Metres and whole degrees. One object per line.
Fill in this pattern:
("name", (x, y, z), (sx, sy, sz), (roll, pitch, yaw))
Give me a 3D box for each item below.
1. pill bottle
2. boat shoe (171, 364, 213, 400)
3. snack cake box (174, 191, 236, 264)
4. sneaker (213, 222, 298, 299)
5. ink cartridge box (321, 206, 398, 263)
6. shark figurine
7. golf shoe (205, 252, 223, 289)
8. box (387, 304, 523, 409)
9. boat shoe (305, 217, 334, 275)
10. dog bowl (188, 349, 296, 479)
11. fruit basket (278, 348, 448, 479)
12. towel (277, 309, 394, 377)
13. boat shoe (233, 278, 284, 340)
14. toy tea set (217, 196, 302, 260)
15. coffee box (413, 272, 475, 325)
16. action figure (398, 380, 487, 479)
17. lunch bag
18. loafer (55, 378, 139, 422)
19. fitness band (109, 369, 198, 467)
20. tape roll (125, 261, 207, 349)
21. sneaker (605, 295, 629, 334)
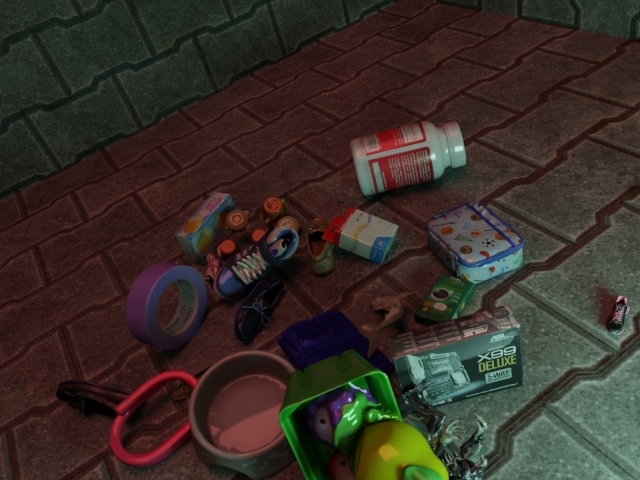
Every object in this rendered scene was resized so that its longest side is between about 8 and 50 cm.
("pill bottle", (0.332, -0.324, 2.118), (0.408, 0.228, 0.229), (-13, 39, 7))
("boat shoe", (-0.383, 0.427, 1.665), (0.153, 0.048, 0.056), (-25, 39, -8))
("snack cake box", (-0.435, -0.049, 2.162), (0.089, 0.152, 0.264), (10, 48, 30))
("sneaker", (-0.211, 0.063, 1.878), (0.323, 0.130, 0.236), (-39, 2, -30))
("ink cartridge box", (0.135, -0.028, 1.912), (0.231, 0.078, 0.134), (23, 52, 13))
("shark figurine", (0.210, 0.235, 1.595), (0.166, 0.116, 0.278), (-19, 9, 17))
("golf shoe", (-0.394, 0.109, 2.027), (0.086, 0.067, 0.186), (-30, 40, -11))
("box", (0.340, 0.301, 1.374), (0.308, 0.242, 0.076), (-15, 39, 3))
("boat shoe", (0.000, 0.000, 1.979), (0.105, 0.089, 0.285), (-15, 39, 5))
("dog bowl", (-0.191, 0.449, 1.477), (0.349, 0.102, 0.348), (-5, 48, 5))
("fruit basket", (0.095, 0.460, 1.186), (0.283, 0.391, 0.392), (-21, 39, -3))
("towel", (0.037, 0.316, 1.569), (0.228, 0.076, 0.308), (-22, 35, -20))
("boat shoe", (-0.199, 0.212, 1.795), (0.089, 0.109, 0.258), (-7, 42, 31))
("toy tea set", (-0.248, -0.036, 2.135), (0.336, 0.124, 0.199), (-21, 68, -8))
("coffee box", (0.374, 0.184, 1.655), (0.113, 0.040, 0.184), (16, 51, 35))
("action figure", (0.293, 0.447, 1.240), (0.141, 0.164, 0.275), (-49, 59, 17))
("lunch bag", (0.493, -0.006, 1.777), (0.243, 0.114, 0.303), (-22, 40, -8))
("loafer", (-0.686, 0.488, 1.675), (0.303, 0.109, 0.095), (0, 47, 17))
("fitness band", (-0.460, 0.503, 1.569), (0.291, 0.054, 0.209), (-40, 62, -22))
("tape roll", (-0.491, 0.209, 1.784), (0.090, 0.274, 0.274), (8, 46, 29))
("sneaker", (0.790, 0.195, 1.465), (0.047, 0.057, 0.119), (13, 50, 30))
